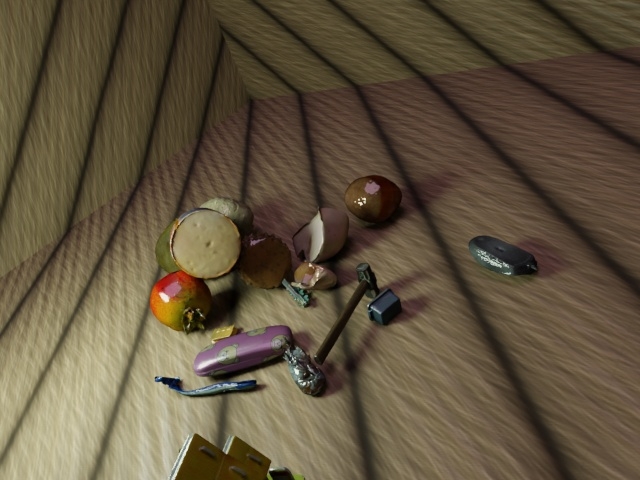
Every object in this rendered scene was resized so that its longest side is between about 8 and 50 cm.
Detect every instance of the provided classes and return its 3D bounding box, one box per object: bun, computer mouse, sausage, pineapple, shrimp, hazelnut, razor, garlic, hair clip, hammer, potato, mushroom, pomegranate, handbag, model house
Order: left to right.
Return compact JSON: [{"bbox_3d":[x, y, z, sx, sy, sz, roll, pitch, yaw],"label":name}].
[{"bbox_3d":[-0.474,0.215,1.963,0.210,0.210,0.235,-30,47,-13],"label":"pomegranate"},{"bbox_3d":[-0.519,0.023,2.256,0.358,0.270,0.219,-1,2,43],"label":"potato"},{"bbox_3d":[-0.400,0.001,1.962,0.233,0.233,0.287,-29,13,-12],"label":"sausage"},{"bbox_3d":[-0.328,0.427,1.664,0.323,0.093,0.056,-4,73,23],"label":"razor"},{"bbox_3d":[-0.318,0.307,1.872,0.083,0.027,0.061,-14,31,19],"label":"handbag"},{"bbox_3d":[-0.387,-0.102,2.380,0.243,0.243,0.154,-3,72,31],"label":"bun"},{"bbox_3d":[-0.143,0.504,1.110,0.339,0.324,0.300,-11,32,21],"label":"model house"},{"bbox_3d":[-0.231,0.057,2.098,0.201,0.202,0.362,-29,15,-12],"label":"pineapple"},{"bbox_3d":[-0.076,0.178,1.903,0.049,0.049,0.173,-30,35,-12],"label":"hair clip"},{"bbox_3d":[-0.060,0.334,1.574,0.079,0.090,0.233,-43,44,3],"label":"shrimp"},{"bbox_3d":[-0.026,0.115,1.910,0.124,0.099,0.174,10,3,-34],"label":"garlic"},{"bbox_3d":[0.026,0.009,2.052,0.236,0.173,0.162,-44,49,50],"label":"mushroom"},{"bbox_3d":[0.073,0.218,1.655,0.043,0.111,0.365,0,36,34],"label":"hammer"},{"bbox_3d":[0.203,-0.157,2.136,0.214,0.177,0.214,5,16,-1],"label":"hazelnut"},{"bbox_3d":[0.528,0.057,1.653,0.113,0.069,0.229,-23,37,-28],"label":"computer mouse"}]

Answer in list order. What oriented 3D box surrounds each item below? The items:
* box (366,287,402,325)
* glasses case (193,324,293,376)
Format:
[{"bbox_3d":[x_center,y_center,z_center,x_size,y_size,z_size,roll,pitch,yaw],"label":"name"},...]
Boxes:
[{"bbox_3d":[0.189,0.196,1.658,0.099,0.074,0.054,-36,45,-22],"label":"box"},{"bbox_3d":[-0.233,0.331,1.718,0.316,0.076,0.123,-18,24,9],"label":"glasses case"}]
